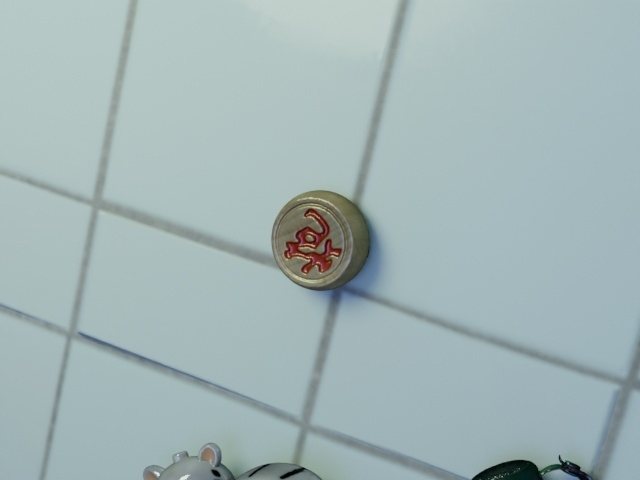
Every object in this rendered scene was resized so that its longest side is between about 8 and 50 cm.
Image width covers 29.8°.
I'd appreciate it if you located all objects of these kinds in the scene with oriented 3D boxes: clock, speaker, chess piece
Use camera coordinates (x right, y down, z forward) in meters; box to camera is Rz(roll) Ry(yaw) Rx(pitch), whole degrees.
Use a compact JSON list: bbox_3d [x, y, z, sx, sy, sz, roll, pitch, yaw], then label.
[{"bbox_3d":[-0.069,0.227,1.027,0.176,0.080,0.117,-19,87,26],"label":"clock"},{"bbox_3d":[0.167,0.206,0.941,0.094,0.060,0.075,-19,87,-11],"label":"speaker"},{"bbox_3d":[0.000,0.000,0.995,0.083,0.038,0.084,4,99,23],"label":"chess piece"}]
